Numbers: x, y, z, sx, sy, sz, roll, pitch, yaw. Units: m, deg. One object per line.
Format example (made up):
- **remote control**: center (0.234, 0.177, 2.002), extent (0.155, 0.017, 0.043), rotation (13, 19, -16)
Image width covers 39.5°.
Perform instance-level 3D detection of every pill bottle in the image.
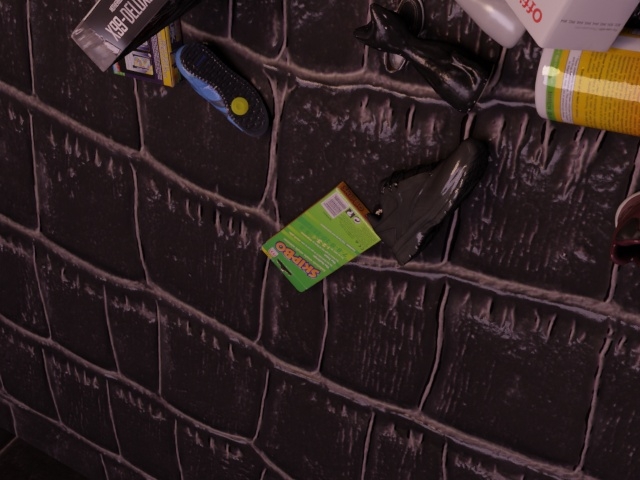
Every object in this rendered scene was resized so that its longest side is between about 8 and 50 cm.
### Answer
- **pill bottle**: center (0.419, -0.205, 1.162), extent (0.246, 0.136, 0.136), rotation (16, 129, 25)

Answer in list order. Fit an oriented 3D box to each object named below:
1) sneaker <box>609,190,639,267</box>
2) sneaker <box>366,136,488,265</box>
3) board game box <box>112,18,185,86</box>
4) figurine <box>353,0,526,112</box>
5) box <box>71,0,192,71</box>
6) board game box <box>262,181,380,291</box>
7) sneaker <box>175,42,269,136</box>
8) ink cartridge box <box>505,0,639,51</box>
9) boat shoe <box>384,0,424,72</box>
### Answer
- **sneaker**: center (0.514, -0.031, 1.206), extent (0.106, 0.162, 0.281), rotation (49, 136, -6)
- **sneaker**: center (0.164, -0.077, 1.462), extent (0.130, 0.109, 0.286), rotation (44, 134, 8)
- **board game box**: center (-0.320, -0.376, 1.614), extent (0.141, 0.048, 0.170), rotation (16, 129, 22)
- **figurine**: center (0.171, -0.312, 1.254), extent (0.209, 0.092, 0.215), rotation (30, 139, -1)
- **box**: center (-0.203, -0.402, 1.329), extent (0.076, 0.307, 0.242), rotation (49, 136, -11)
- **board game box**: center (0.000, 0.000, 1.678), extent (0.124, 0.039, 0.259), rotation (49, 132, -5)
- **sneaker**: center (-0.175, -0.268, 1.592), extent (0.209, 0.069, 0.082), rotation (44, 169, -13)
- **ink cartridge box**: center (0.318, -0.389, 1.050), extent (0.198, 0.115, 0.273), rotation (66, 147, 35)
- **boat shoe**: center (0.124, -0.313, 1.357), extent (0.046, 0.038, 0.125), rotation (29, 134, 14)
